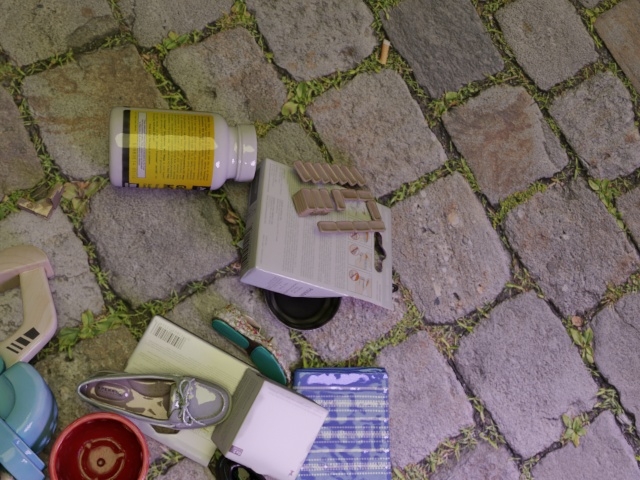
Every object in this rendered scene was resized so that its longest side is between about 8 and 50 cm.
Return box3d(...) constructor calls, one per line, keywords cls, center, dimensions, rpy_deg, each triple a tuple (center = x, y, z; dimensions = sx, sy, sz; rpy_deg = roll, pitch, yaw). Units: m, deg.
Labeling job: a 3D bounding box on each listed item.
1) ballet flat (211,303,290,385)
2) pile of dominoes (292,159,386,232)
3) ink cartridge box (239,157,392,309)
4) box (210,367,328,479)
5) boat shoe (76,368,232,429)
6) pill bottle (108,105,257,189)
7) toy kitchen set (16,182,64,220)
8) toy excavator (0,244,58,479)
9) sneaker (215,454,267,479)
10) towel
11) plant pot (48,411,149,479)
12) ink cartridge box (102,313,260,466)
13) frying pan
box3d(cls="ballet flat", center=(-0.149, 0.236, 1.642), dimensions=(0.241, 0.091, 0.077), rpy_deg=(43, 46, -4))
box3d(cls="pile of dominoes", center=(0.038, -0.102, 1.745), dimensions=(0.251, 0.040, 0.196), rpy_deg=(-1, 65, -44))
box3d(cls="ink cartridge box", center=(0.000, 0.000, 1.731), dimensions=(0.385, 0.091, 0.308), rpy_deg=(20, 56, -27))
box3d(cls="box", center=(-0.112, 0.406, 1.537), dimensions=(0.181, 0.119, 0.182), rpy_deg=(31, 82, -24))
box3d(cls="boat shoe", center=(-0.348, 0.335, 1.482), dimensions=(0.320, 0.103, 0.118), rpy_deg=(11, 81, -1))
box3d(cls="pill bottle", center=(-0.326, -0.214, 1.662), dimensions=(0.333, 0.188, 0.188), rpy_deg=(1, 74, -14))
box3d(cls="toy kitchen set", center=(-0.643, -0.105, 1.610), dimensions=(0.075, 0.068, 0.083), rpy_deg=(24, 69, -7))
box3d(cls="toy excavator", center=(-0.642, 0.276, 1.433), dimensions=(0.433, 0.222, 0.445), rpy_deg=(40, 61, 14))
box3d(cls="sneaker", center=(-0.136, 0.583, 1.531), dimensions=(0.101, 0.106, 0.267), rpy_deg=(-39, 88, -22))
box3d(cls="towel", center=(0.053, 0.467, 1.650), dimensions=(0.243, 0.040, 0.336), rpy_deg=(3, 74, -13))
box3d(cls="plant pot", center=(-0.451, 0.453, 1.445), dimensions=(0.191, 0.174, 0.191), rpy_deg=(4, 74, -13))
box3d(cls="ink cartridge box", center=(-0.311, 0.335, 1.580), dimensions=(0.275, 0.060, 0.239), rpy_deg=(30, 83, -5))
box3d(cls="frying pan", center=(0.011, 0.102, 1.736), dimensions=(0.326, 0.053, 0.197), rpy_deg=(-23, 81, -21))
